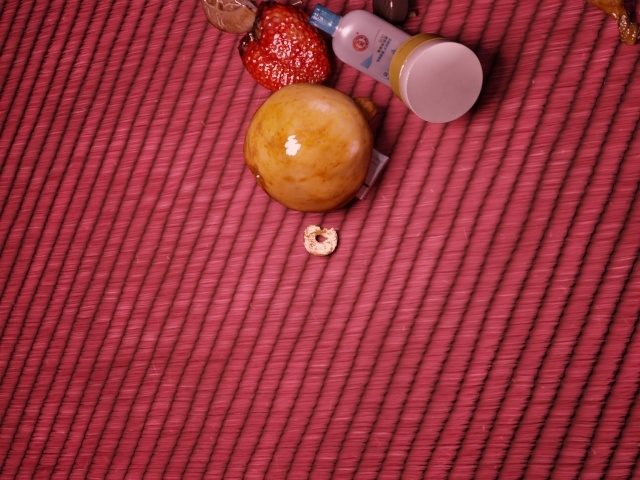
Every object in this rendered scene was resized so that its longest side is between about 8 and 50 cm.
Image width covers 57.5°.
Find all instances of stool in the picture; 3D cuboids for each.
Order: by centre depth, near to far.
[{"bbox_3d":[0.223,-0.686,1.757,0.121,0.125,0.217,-14,116,-20],"label":"stool"}]

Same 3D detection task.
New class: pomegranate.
[{"bbox_3d":[-0.009,-0.279,1.656,0.411,0.410,0.409,-1,86,13],"label":"pomegranate"}]

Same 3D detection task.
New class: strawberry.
[{"bbox_3d":[-0.089,-0.573,1.773,0.288,0.238,0.250,29,123,6],"label":"strawberry"}]

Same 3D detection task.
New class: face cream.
[{"bbox_3d":[0.318,-0.460,1.642,0.218,0.179,0.218,-4,118,-8],"label":"face cream"},{"bbox_3d":[0.125,-0.586,1.711,0.337,0.080,0.163,25,121,-15],"label":"face cream"}]

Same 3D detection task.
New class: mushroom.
[{"bbox_3d":[-0.318,-0.775,1.900,0.285,0.156,0.151,49,125,13],"label":"mushroom"}]

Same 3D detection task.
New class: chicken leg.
[{"bbox_3d":[0.821,-0.660,1.635,0.107,0.087,0.251,-31,85,1],"label":"chicken leg"}]

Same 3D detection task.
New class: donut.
[{"bbox_3d":[0.000,0.000,1.800,0.108,0.043,0.097,19,90,13],"label":"donut"}]

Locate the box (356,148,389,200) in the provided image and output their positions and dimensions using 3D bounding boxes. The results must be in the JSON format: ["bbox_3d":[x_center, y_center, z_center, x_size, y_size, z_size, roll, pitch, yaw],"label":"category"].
[{"bbox_3d":[0.135,-0.208,1.785,0.084,0.040,0.154,34,95,11],"label":"box"}]

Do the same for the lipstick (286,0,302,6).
[{"bbox_3d":[-0.104,-0.757,1.891,0.094,0.019,0.018,-18,82,11],"label":"lipstick"}]
